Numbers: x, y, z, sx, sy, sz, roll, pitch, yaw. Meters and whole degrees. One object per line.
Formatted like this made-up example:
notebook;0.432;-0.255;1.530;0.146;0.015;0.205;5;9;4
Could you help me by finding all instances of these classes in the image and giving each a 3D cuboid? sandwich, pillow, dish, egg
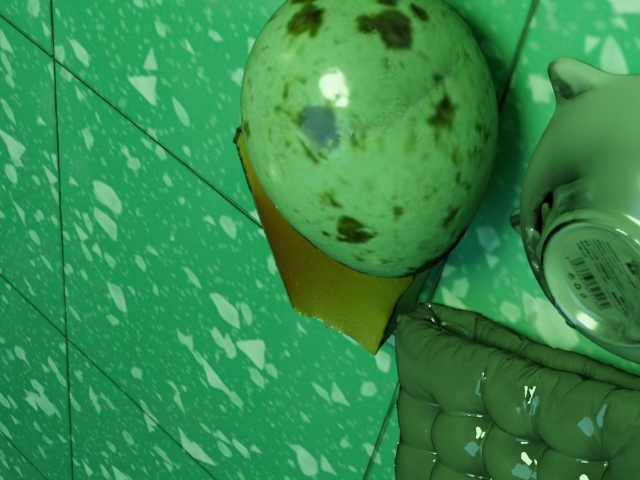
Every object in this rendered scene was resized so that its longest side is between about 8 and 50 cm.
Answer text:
sandwich;0.000;0.000;0.935;0.193;0.058;0.162;40;144;16
pillow;0.166;0.189;0.795;0.326;0.101;0.228;15;108;50
dish;0.188;0.005;0.689;0.228;0.086;0.236;14;129;43
egg;0.037;-0.069;0.736;0.169;0.169;0.231;21;145;39
